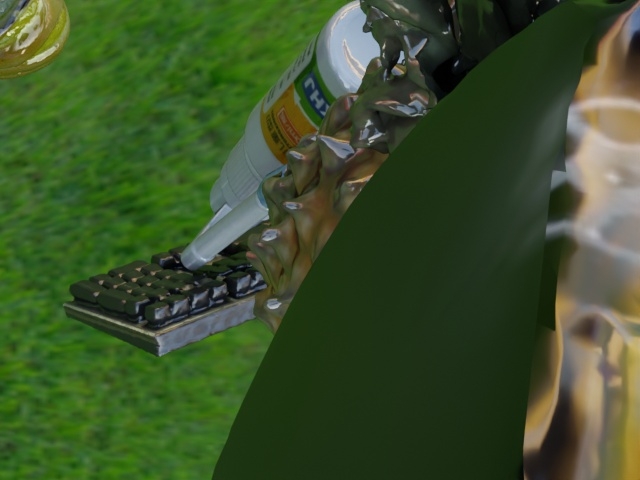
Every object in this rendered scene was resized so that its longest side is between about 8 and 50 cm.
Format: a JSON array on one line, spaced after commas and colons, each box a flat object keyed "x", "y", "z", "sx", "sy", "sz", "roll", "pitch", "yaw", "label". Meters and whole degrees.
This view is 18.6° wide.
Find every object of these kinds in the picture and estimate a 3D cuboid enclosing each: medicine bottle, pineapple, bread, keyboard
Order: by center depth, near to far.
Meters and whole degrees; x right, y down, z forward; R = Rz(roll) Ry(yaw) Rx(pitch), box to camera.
[{"x": 0.066, "y": -0.016, "z": 0.712, "sx": 0.175, "sy": 0.361, "sz": 0.175, "roll": 3, "pitch": 73, "yaw": -9, "label": "pineapple"}, {"x": -0.016, "y": -0.046, "z": 1.037, "sx": 0.061, "sy": 0.220, "sz": 0.092, "roll": 38, "pitch": 62, "yaw": -5, "label": "medicine bottle"}, {"x": -0.199, "y": -0.136, "z": 1.156, "sx": 0.083, "sy": 0.157, "sz": 0.094, "roll": -58, "pitch": 142, "yaw": -1, "label": "bread"}, {"x": 0.000, "y": 0.000, "z": 1.180, "sx": 0.317, "sy": 0.106, "sz": 0.027, "roll": -21, "pitch": 115, "yaw": -38, "label": "keyboard"}]

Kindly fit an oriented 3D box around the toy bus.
[{"x": 0.053, "y": 0.133, "z": 0.357, "sx": 0.162, "sy": 0.171, "sz": 0.386, "roll": 30, "pitch": 45, "yaw": -13, "label": "toy bus"}]
